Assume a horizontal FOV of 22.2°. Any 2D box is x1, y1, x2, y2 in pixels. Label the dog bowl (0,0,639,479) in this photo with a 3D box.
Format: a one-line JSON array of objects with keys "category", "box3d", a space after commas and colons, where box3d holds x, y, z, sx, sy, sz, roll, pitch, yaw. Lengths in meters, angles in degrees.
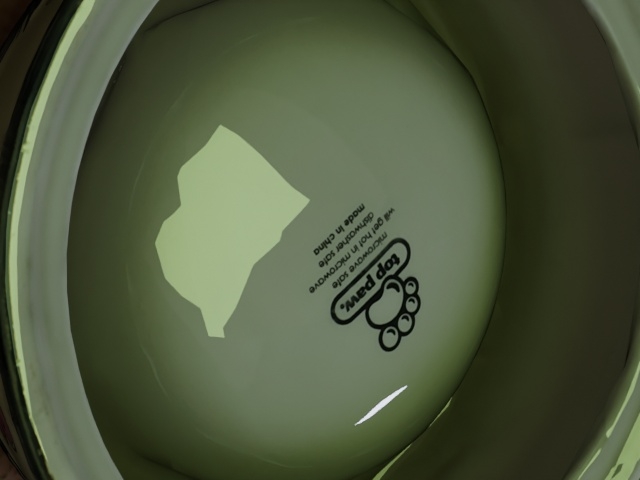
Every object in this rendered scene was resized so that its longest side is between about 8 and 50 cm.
[{"category": "dog bowl", "box3d": [0.000, 0.000, 0.810, 0.408, 0.150, 0.408, -4, 97, -35]}]
